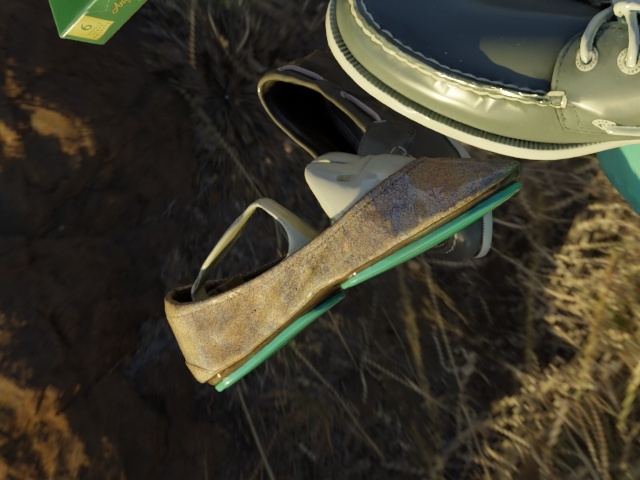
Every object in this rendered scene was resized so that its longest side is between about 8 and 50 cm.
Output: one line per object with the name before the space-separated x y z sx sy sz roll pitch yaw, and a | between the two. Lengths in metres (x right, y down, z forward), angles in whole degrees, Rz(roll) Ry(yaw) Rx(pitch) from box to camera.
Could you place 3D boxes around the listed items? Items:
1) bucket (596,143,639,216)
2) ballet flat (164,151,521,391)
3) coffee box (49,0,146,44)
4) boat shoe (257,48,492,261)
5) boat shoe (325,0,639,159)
bucket | 0.344 -0.085 1.070 0.281 0.183 0.281 -4 113 -9
ballet flat | 0.000 0.000 1.113 0.316 0.107 0.106 -35 87 23
coffee box | -0.153 -0.236 1.000 0.113 0.040 0.184 -38 62 35
boat shoe | 0.039 -0.071 1.277 0.095 0.335 0.112 -13 123 -16
boat shoe | 0.159 -0.095 0.677 0.319 0.099 0.116 13 70 7
